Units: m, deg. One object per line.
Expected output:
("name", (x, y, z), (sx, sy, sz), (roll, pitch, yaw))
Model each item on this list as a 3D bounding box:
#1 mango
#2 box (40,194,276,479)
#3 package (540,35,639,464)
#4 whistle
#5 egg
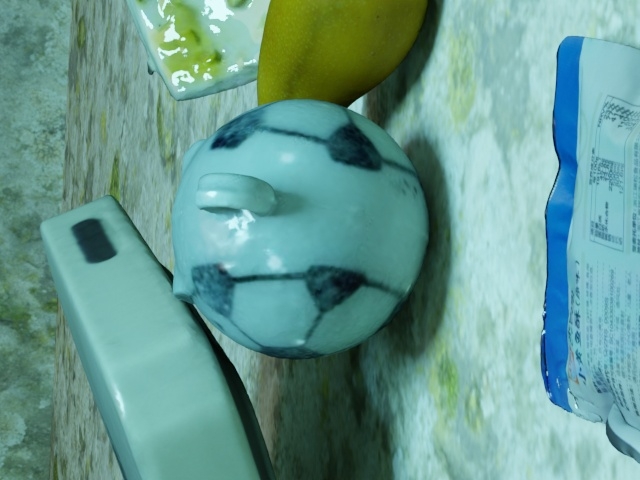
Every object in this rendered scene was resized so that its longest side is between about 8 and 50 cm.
("mango", (0.010, -0.130, 1.011), (0.184, 0.084, 0.102), (119, 146, -52))
("box", (-0.085, 0.180, 1.164), (0.367, 0.090, 0.373), (-132, 23, -66))
("package", (0.128, 0.003, 0.682), (0.173, 0.027, 0.171), (-146, 55, -73))
("whistle", (0.000, 0.000, 1.001), (0.289, 0.163, 0.164), (26, -121, -65))
("egg", (-0.053, -0.244, 1.101), (0.271, 0.161, 0.206), (93, 154, -46))
